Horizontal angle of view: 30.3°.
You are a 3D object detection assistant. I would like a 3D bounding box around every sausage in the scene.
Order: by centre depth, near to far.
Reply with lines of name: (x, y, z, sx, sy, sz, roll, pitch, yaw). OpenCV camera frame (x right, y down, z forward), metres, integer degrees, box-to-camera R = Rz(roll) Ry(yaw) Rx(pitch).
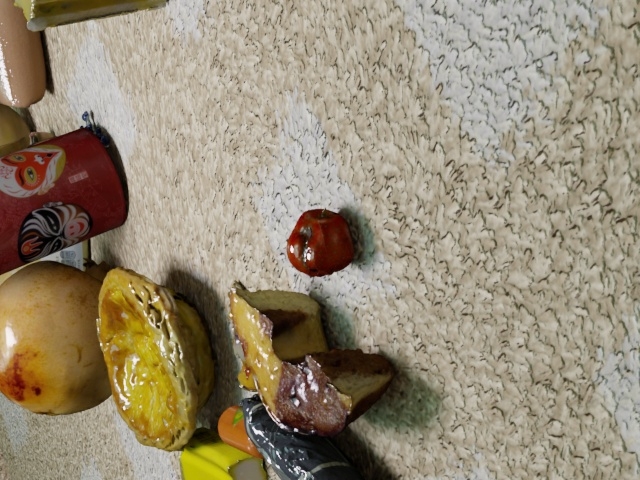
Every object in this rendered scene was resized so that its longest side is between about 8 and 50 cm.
sausage: (-0.619, -0.395, 2.361, 0.123, 0.123, 0.253, 17, 117, 57)

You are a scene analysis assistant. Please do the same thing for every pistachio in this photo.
pistachio: (-0.689, -0.170, 2.543, 0.181, 0.162, 0.293, -1, -102, -82)

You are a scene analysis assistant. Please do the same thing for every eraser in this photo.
eraser: (-0.162, 0.413, 1.989, 0.226, 0.069, 0.158, 6, 110, 59)

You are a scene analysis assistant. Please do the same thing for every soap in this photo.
soap: (-0.332, -0.395, 1.738, 0.076, 0.233, 0.135, 54, 146, 27)

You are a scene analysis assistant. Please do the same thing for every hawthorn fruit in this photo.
hawthorn fruit: (0.000, 0.000, 1.495, 0.093, 0.093, 0.093, 34, 132, 50)

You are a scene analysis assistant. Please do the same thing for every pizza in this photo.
pizza: (-0.103, 0.138, 1.789, 0.184, 0.036, 0.176, -36, 72, 59)

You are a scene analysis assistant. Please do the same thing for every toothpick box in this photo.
toothpick box: (-0.548, -0.058, 2.149, 0.204, 0.333, 0.204, 41, 143, 40)

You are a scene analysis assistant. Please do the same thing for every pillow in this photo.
pillow: (0.003, 0.326, 1.596, 0.335, 0.092, 0.161, 44, 173, 44)

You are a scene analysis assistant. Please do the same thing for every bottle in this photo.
bottle: (-0.089, 0.300, 1.812, 0.187, 0.069, 0.069, 7, 109, 58)

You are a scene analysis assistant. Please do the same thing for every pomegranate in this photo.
pomegranate: (-0.501, 0.177, 2.276, 0.319, 0.319, 0.319, 34, 132, 50)

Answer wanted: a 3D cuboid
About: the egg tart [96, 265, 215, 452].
egg tart: (-0.269, 0.198, 2.014, 0.341, 0.129, 0.341, 29, 125, 53)

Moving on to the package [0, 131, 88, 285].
package: (-0.590, -0.055, 2.431, 0.165, 0.221, 0.311, -113, 22, -60)

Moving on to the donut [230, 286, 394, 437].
donut: (-0.005, 0.177, 1.560, 0.295, 0.112, 0.151, 39, 138, 49)

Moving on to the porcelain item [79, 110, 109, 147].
porcelain item: (-0.434, -0.207, 2.226, 0.136, 0.021, 0.075, 0, 103, 60)
